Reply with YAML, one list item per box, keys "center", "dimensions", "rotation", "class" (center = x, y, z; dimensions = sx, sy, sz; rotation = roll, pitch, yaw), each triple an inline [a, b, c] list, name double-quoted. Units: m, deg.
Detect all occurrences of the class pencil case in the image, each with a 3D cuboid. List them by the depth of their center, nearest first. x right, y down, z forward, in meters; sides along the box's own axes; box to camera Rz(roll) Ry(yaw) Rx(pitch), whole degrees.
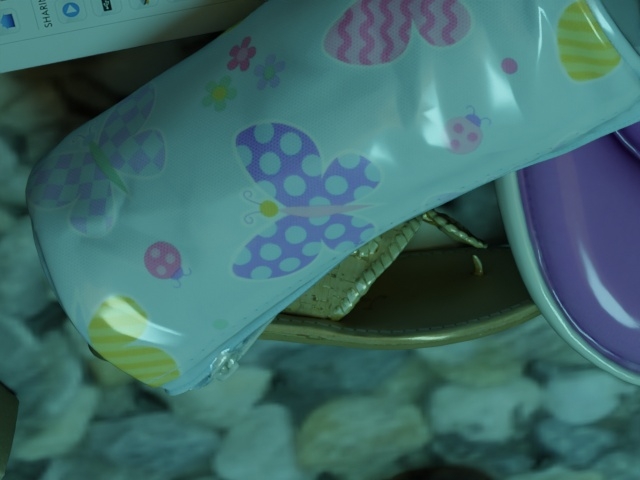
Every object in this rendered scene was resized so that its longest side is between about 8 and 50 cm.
- center: [0.007, -0.046, 0.709]
  dimensions: [0.273, 0.113, 0.124]
  rotation: [-33, 65, 19]
  class: "pencil case"

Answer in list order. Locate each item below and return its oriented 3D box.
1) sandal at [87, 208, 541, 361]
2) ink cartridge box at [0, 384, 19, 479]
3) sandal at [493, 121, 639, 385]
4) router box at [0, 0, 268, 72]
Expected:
- center: [0.000, 0.003, 0.817]
  dimensions: [0.240, 0.088, 0.079]
  rotation: [-7, 116, 1]
  class: "sandal"
- center: [-0.294, 0.079, 0.810]
  dimensions: [0.193, 0.088, 0.235]
  rotation: [-41, 108, 9]
  class: "ink cartridge box"
- center: [0.174, -0.133, 0.753]
  dimensions: [0.169, 0.102, 0.416]
  rotation: [7, 98, -8]
  class: "sandal"
- center: [-0.128, -0.231, 0.671]
  dimensions: [0.301, 0.082, 0.336]
  rotation: [-11, 128, -3]
  class: "router box"
